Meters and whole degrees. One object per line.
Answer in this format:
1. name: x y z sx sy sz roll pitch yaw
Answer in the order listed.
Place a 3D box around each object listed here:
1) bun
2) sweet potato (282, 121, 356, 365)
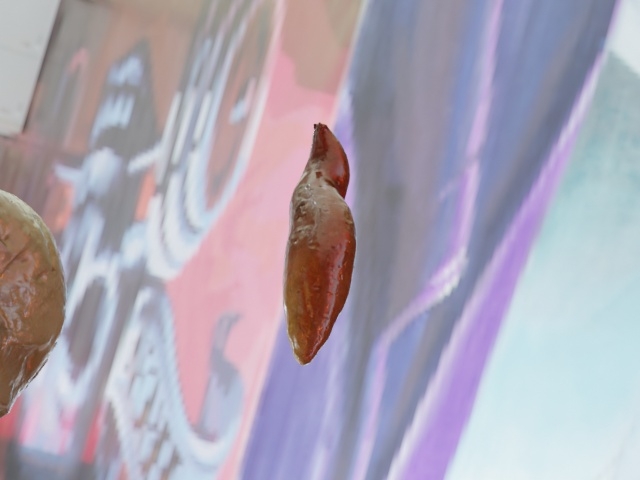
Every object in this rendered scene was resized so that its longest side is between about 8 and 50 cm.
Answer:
1. bun: -0.282 0.046 1.151 0.221 0.221 0.108 18 166 -26
2. sweet potato: 0.001 0.001 1.183 0.058 0.202 0.055 -8 141 18
